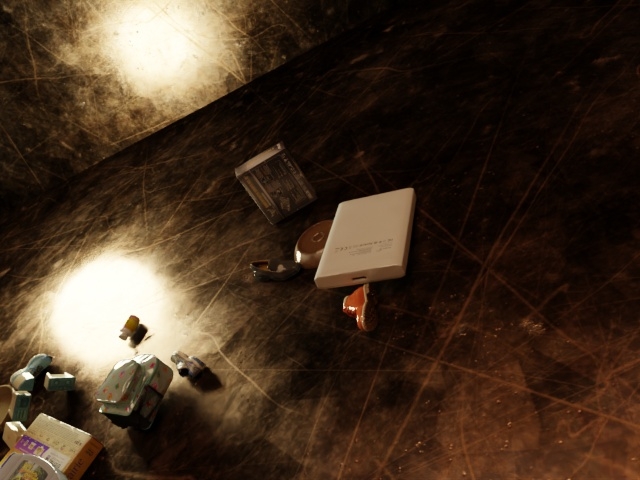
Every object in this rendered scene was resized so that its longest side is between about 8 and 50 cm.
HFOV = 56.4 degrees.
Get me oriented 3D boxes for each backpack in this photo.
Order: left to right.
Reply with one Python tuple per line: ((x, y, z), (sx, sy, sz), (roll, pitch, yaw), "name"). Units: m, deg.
((-0.495, 0.393, 1.606), (0.165, 0.144, 0.188), (-10, 36, 41), "backpack")

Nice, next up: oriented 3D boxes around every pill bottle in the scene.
((-0.625, 0.285, 1.947), (0.043, 0.043, 0.083), (-12, 39, 31), "pill bottle")

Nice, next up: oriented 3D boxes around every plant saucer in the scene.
((-1.110, 0.602, 1.964), (0.277, 0.041, 0.278), (-24, 33, 17), "plant saucer")
((0.000, 0.000, 1.779), (0.198, 0.036, 0.199), (-22, 34, 16), "plant saucer")

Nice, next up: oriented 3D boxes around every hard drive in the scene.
((0.131, -0.012, 1.618), (0.232, 0.047, 0.353), (-11, 33, 22), "hard drive")

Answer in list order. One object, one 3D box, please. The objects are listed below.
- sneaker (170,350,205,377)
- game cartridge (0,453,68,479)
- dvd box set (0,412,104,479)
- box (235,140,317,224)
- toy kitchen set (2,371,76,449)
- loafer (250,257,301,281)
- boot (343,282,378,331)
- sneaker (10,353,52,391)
((-0.380, 0.345, 1.650), (0.135, 0.052, 0.058), (3, 52, 44), "sneaker")
((-0.739, 0.637, 1.474), (0.294, 0.060, 0.196), (1, 42, 39), "game cartridge")
((-0.799, 0.678, 1.574), (0.307, 0.062, 0.420), (0, 45, 41), "dvd box set")
((-0.142, -0.185, 1.963), (0.183, 0.231, 0.056), (-30, 36, 8), "box")
((-0.850, 0.520, 1.825), (0.122, 0.166, 0.207), (11, 90, 48), "toy kitchen set")
((-0.136, 0.081, 1.767), (0.170, 0.061, 0.062), (-11, 38, 30), "loafer")
((0.094, 0.174, 1.456), (0.084, 0.059, 0.158), (-25, 25, 19), "boot")
((-0.977, 0.455, 2.036), (0.162, 0.063, 0.073), (-42, 49, -2), "sneaker")
